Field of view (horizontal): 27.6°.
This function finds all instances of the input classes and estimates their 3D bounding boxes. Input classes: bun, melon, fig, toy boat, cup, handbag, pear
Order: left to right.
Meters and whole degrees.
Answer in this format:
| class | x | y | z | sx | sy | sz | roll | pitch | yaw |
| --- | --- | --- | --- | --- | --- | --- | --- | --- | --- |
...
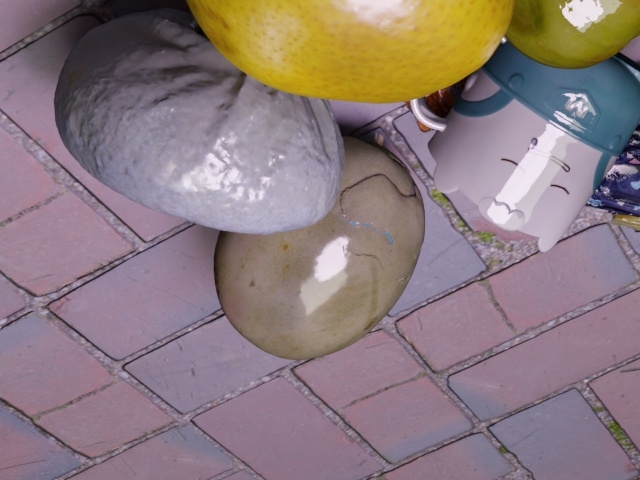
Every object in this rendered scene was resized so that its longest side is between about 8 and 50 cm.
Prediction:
| class | x | y | z | sx | sy | sz | roll | pitch | yaw |
| --- | --- | --- | --- | --- | --- | --- | --- | --- | --- |
| bun | -0.132 | -0.150 | 1.545 | 0.362 | 0.362 | 0.211 | 17 | 108 | -29 |
| melon | 0.000 | 0.000 | 1.780 | 0.268 | 0.268 | 0.330 | 23 | 105 | -33 |
| pear | 0.014 | -0.325 | 1.353 | 0.418 | 0.362 | 0.362 | 41 | 122 | -4 |
| cup | 0.257 | -0.167 | 1.691 | 0.289 | 0.219 | 0.258 | 30 | 108 | -7 |
| fig | 0.277 | -0.304 | 1.505 | 0.230 | 0.207 | 0.207 | 13 | 135 | 0 |
| handbag | 0.476 | -0.102 | 1.896 | 0.260 | 0.113 | 0.162 | 10 | 138 | -19 |
| toy boat | 0.529 | -0.039 | 2.017 | 0.172 | 0.065 | 0.066 | 2 | 159 | -15 |

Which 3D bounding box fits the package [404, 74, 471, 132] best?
| class | x | y | z | sx | sy | sz | roll | pitch | yaw |
| --- | --- | --- | --- | --- | --- | --- | --- | --- | --- |
| package | 0.172 | -0.189 | 1.786 | 0.110 | 0.033 | 0.077 | -20 | 147 | 15 |
